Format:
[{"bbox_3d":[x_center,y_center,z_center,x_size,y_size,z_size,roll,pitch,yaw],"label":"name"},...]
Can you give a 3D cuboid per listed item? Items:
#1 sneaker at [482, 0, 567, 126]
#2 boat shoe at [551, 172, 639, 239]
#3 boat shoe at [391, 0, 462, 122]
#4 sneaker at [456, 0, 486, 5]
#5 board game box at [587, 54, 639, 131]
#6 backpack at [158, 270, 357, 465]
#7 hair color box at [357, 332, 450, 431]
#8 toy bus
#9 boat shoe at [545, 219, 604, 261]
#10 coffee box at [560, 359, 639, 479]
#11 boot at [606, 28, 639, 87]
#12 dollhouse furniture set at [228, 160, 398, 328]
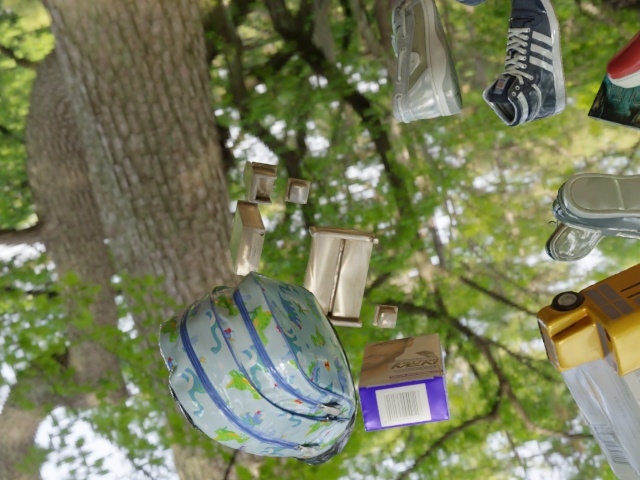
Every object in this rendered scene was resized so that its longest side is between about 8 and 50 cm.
[{"bbox_3d":[0.390,-0.362,1.925,0.153,0.282,0.099,-23,-161,-22],"label":"sneaker"},{"bbox_3d":[0.578,-0.057,1.795,0.319,0.116,0.099,6,157,-12],"label":"boat shoe"},{"bbox_3d":[0.151,-0.297,1.536,0.103,0.118,0.320,-16,-137,11],"label":"boat shoe"},{"bbox_3d":[0.154,-0.502,1.692,0.131,0.319,0.112,-47,174,-40],"label":"sneaker"},{"bbox_3d":[0.559,-0.264,1.752,0.026,0.126,0.186,20,-172,-19],"label":"board game box"},{"bbox_3d":[-0.088,0.184,1.469,0.273,0.290,0.355,-36,151,30],"label":"backpack"},{"bbox_3d":[0.188,0.309,2.184,0.185,0.110,0.339,-9,-173,6],"label":"hair color box"},{"bbox_3d":[0.509,0.106,1.500,0.332,0.108,0.130,-24,-150,-4],"label":"toy bus"},{"bbox_3d":[0.578,-0.025,2.205,0.254,0.095,0.079,-36,-158,-33],"label":"boat shoe"},{"bbox_3d":[0.689,0.247,1.868,0.334,0.338,0.338,-26,174,-8],"label":"coffee box"},{"bbox_3d":[0.436,-0.320,1.284,0.244,0.176,0.088,-41,-153,40],"label":"boot"},{"bbox_3d":[0.000,0.000,2.027,0.355,0.303,0.174,7,-163,-13],"label":"dollhouse furniture set"}]
